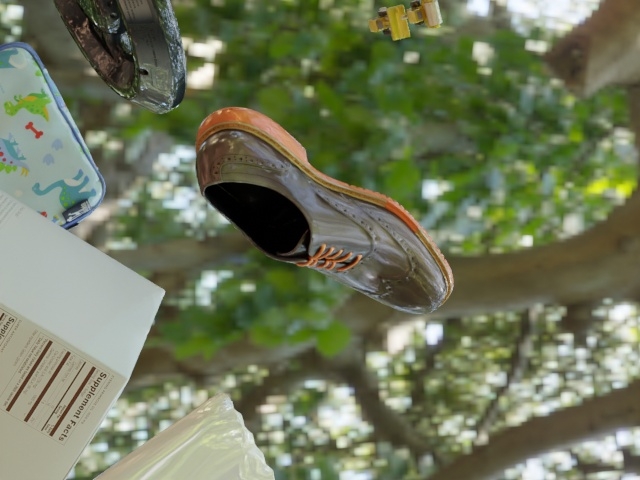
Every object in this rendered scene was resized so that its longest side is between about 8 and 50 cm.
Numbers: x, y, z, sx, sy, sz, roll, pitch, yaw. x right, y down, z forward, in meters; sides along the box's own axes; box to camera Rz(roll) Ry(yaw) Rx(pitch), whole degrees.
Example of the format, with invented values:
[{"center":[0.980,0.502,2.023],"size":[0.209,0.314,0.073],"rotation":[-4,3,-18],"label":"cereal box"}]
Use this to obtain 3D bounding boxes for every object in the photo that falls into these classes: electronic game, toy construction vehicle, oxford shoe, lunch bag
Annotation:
[{"center":[-0.167,-0.202,1.404],"size":[0.229,0.048,0.229],"rotation":[53,-19,27],"label":"electronic game"},{"center":[0.068,-0.225,1.687],"size":[0.098,0.035,0.085],"rotation":[16,-56,58],"label":"toy construction vehicle"},{"center":[0.000,0.000,1.560],"size":[0.097,0.271,0.098],"rotation":[-44,-156,33],"label":"oxford shoe"},{"center":[-0.354,-0.094,2.026],"size":[0.219,0.176,0.090],"rotation":[65,-13,-7],"label":"lunch bag"}]

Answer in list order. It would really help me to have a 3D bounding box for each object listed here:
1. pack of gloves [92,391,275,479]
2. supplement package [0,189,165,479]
[{"center":[-0.060,0.169,0.427],"size":[0.195,0.232,0.046],"rotation":[58,-25,5],"label":"pack of gloves"},{"center":[-0.246,0.070,1.322],"size":[0.149,0.203,0.194],"rotation":[-56,-173,16],"label":"supplement package"}]
